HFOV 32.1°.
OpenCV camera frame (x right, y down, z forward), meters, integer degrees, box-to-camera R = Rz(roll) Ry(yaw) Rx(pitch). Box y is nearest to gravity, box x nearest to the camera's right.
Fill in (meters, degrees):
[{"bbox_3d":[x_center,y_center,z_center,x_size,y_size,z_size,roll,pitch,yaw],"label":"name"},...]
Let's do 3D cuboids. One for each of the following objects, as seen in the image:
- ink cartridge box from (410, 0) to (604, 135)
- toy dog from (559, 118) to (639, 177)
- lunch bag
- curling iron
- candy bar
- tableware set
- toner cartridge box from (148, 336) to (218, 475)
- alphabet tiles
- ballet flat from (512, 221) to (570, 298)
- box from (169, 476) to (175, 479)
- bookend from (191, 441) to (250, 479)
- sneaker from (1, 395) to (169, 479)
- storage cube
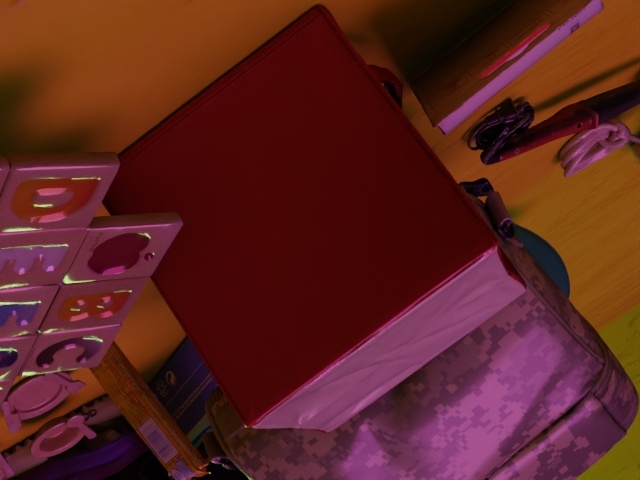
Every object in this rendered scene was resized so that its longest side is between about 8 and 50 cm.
[{"bbox_3d":[0.137,-0.127,0.779,0.145,0.045,0.179,-38,-165,10],"label":"ink cartridge box"},{"bbox_3d":[0.457,-0.109,1.326,0.333,0.161,0.220,-12,151,-51],"label":"toy dog"},{"bbox_3d":[0.082,0.118,0.932,0.305,0.212,0.256,-41,137,8],"label":"lunch bag"},{"bbox_3d":[0.259,-0.127,1.100,0.274,0.035,0.068,-17,154,-29],"label":"curling iron"},{"bbox_3d":[-0.144,0.125,0.871,0.040,0.161,0.018,-42,175,31],"label":"candy bar"},{"bbox_3d":[-0.273,0.177,0.970,0.168,0.020,0.141,-30,152,-11],"label":"tableware set"},{"bbox_3d":[-0.061,0.113,1.123,0.165,0.075,0.348,-14,153,-45],"label":"toner cartridge box"},{"bbox_3d":[-0.255,0.047,0.597,0.342,0.011,0.285,-5,148,-35],"label":"alphabet tiles"},{"bbox_3d":[0.154,0.045,1.287,0.139,0.139,0.400,-43,156,26],"label":"ballet flat"},{"bbox_3d":[-0.170,0.294,1.391,0.180,0.077,0.147,-22,159,-34],"label":"box"},{"bbox_3d":[-0.061,0.270,1.093,0.072,0.157,0.156,-59,173,-9],"label":"bookend"},{"bbox_3d":[-0.271,0.278,1.057,0.293,0.146,0.102,-33,163,-8],"label":"sneaker"},{"bbox_3d":[0.000,0.000,0.749,0.215,0.193,0.183,-37,162,6],"label":"storage cube"}]
